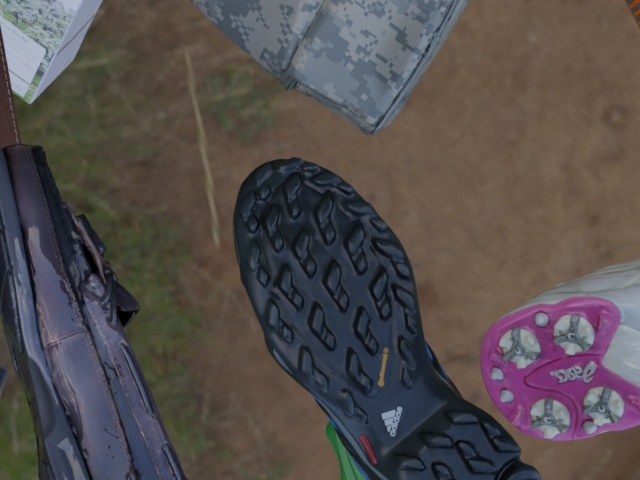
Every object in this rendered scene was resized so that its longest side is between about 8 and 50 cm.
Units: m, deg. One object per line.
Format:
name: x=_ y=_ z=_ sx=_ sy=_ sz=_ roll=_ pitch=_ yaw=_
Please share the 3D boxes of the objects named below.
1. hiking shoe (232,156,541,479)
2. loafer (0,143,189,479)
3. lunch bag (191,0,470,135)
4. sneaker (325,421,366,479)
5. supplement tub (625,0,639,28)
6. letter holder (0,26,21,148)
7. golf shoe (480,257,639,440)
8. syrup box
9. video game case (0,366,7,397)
hiking shoe: x=0.025 y=0.088 z=1.175 sx=0.113 sy=0.304 sz=0.132 roll=-31 pitch=180 yaw=-17
loafer: x=-0.150 y=0.076 z=1.126 sx=0.095 sy=0.302 sz=0.109 roll=-11 pitch=166 yaw=-17
lunch bag: x=0.022 y=-0.284 z=1.461 sx=0.256 sy=0.212 sz=0.305 roll=30 pitch=138 yaw=-3
sneaker: x=0.067 y=0.260 z=1.355 sx=0.124 sy=0.295 sz=0.109 roll=-1 pitch=-172 yaw=37
supplement tub: x=0.393 y=-0.266 z=1.665 sx=0.207 sy=0.338 sz=0.207 roll=-27 pitch=178 yaw=-1
letter holder: x=-0.342 y=-0.082 z=1.245 sx=0.152 sy=0.214 sz=0.301 roll=6 pitch=116 yaw=25
golf shoe: x=0.257 y=0.045 z=1.088 sx=0.306 sy=0.140 sz=0.115 roll=-7 pitch=106 yaw=23
syrup box: x=-0.269 y=-0.256 z=1.731 sx=0.093 sy=0.096 sz=0.237 roll=36 pitch=135 yaw=-2
video game case: x=-0.381 y=0.282 z=1.723 sx=0.026 sy=0.274 sz=0.196 roll=20 pitch=136 yaw=-5
